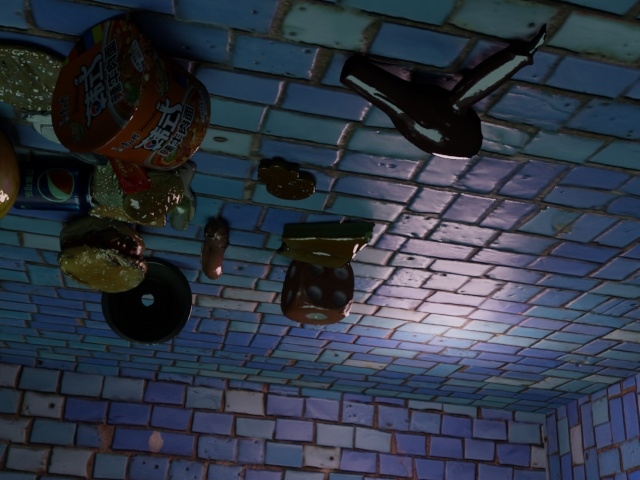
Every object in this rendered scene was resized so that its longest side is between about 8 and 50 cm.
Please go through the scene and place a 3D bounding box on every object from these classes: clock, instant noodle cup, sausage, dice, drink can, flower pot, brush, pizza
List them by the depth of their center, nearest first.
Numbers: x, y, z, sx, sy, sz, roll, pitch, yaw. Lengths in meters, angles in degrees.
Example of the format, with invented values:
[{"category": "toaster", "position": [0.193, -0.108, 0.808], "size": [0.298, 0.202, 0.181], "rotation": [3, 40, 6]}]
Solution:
[{"category": "instant noodle cup", "position": [-0.334, -0.250, 1.465], "size": [0.250, 0.250, 0.192], "rotation": [-13, 160, 32]}, {"category": "clock", "position": [-0.506, -0.186, 1.754], "size": [0.085, 0.017, 0.085], "rotation": [15, 167, 3]}, {"category": "drink can", "position": [-0.627, -0.127, 1.895], "size": [0.205, 0.118, 0.118], "rotation": [2, 156, 0]}, {"category": "brush", "position": [-0.341, -0.102, 1.980], "size": [0.072, 0.067, 0.313], "rotation": [8, 153, -9]}, {"category": "pizza", "position": [-0.483, -0.103, 1.986], "size": [0.193, 0.053, 0.201], "rotation": [-4, 140, 2]}, {"category": "sausage", "position": [-0.296, 0.026, 2.243], "size": [0.078, 0.078, 0.304], "rotation": [7, 154, -8]}, {"category": "dice", "position": [-0.011, 0.141, 2.336], "size": [0.174, 0.179, 0.175], "rotation": [11, 159, -19]}, {"category": "flower pot", "position": [-0.529, 0.184, 2.463], "size": [0.269, 0.269, 0.166], "rotation": [8, 176, -10]}]

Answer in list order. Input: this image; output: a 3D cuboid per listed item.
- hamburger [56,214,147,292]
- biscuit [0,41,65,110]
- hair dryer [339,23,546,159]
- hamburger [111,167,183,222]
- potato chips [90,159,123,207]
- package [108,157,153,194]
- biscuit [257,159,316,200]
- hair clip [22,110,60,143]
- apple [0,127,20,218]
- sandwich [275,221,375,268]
[{"category": "hamburger", "position": [-0.592, 0.029, 2.188], "size": [0.244, 0.163, 0.244], "rotation": [1, 148, 1]}, {"category": "biscuit", "position": [-0.576, -0.318, 1.572], "size": [0.220, 0.033, 0.220], "rotation": [1, 156, 1]}, {"category": "hair dryer", "position": [0.246, -0.304, 1.451], "size": [0.312, 0.123, 0.340], "rotation": [30, 135, -26]}, {"category": "hamburger", "position": [-0.384, -0.130, 1.812], "size": [0.159, 0.131, 0.185], "rotation": [-3, 135, -32]}, {"category": "potato chips", "position": [-0.479, -0.144, 1.857], "size": [0.142, 0.026, 0.209], "rotation": [-39, 140, -6]}, {"category": "package", "position": [-0.425, -0.194, 1.697], "size": [0.083, 0.022, 0.200], "rotation": [-15, 107, 28]}, {"category": "biscuit", "position": [-0.081, -0.143, 1.896], "size": [0.124, 0.026, 0.175], "rotation": [-9, 153, 23]}, {"category": "hair clip", "position": [-0.548, -0.235, 1.733], "size": [0.172, 0.049, 0.116], "rotation": [10, 150, -9]}, {"category": "apple", "position": [-0.785, -0.155, 1.718], "size": [0.286, 0.233, 0.286], "rotation": [1, 159, 0]}, {"category": "sandwich", "position": [0.000, 0.000, 2.157], "size": [0.212, 0.063, 0.245], "rotation": [13, 152, -18]}]
